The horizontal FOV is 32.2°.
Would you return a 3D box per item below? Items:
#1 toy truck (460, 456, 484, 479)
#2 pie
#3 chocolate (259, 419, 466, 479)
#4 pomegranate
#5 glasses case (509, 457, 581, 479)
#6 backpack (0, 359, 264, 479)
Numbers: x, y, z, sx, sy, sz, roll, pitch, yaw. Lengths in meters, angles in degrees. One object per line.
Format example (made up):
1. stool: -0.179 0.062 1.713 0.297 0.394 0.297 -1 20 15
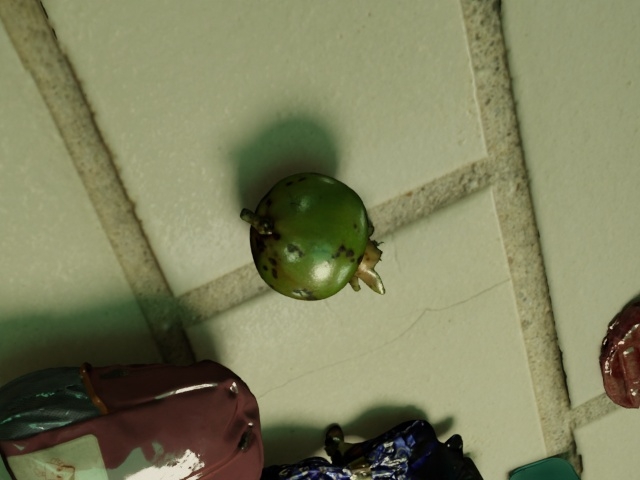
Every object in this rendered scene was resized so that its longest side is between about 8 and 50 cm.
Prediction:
1. toy truck: 0.156 0.410 1.710 0.202 0.074 0.088 -19 130 -10
2. pie: 0.533 0.166 1.730 0.219 0.054 0.204 -13 124 -12
3. chocolate: 0.061 0.329 1.590 0.343 0.148 0.126 -15 156 -22
4. pomegranate: -0.003 0.001 1.368 0.156 0.156 0.220 -43 157 7
5. glasses case: 0.368 0.499 1.860 0.117 0.070 0.301 -11 125 -8
6. backpack: -0.229 0.260 1.388 0.317 0.197 0.283 -19 124 -16
